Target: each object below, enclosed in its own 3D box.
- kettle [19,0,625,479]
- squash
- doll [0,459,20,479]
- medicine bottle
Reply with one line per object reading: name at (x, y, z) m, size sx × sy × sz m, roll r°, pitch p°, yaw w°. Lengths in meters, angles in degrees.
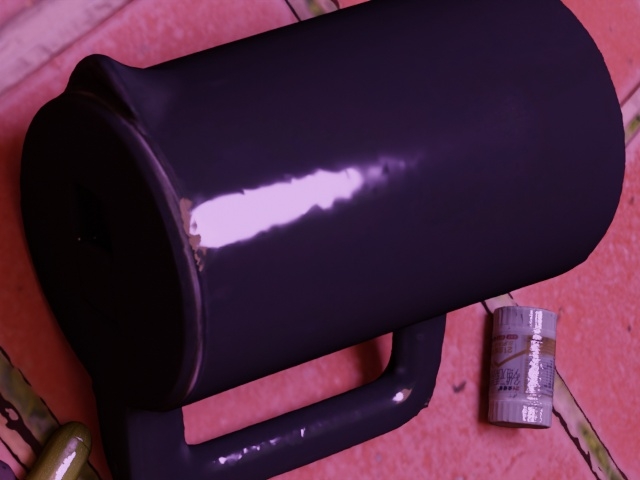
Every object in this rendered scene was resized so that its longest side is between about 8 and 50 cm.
kettle at (-0.008, -0.012, 0.784) m, size 0.308 × 0.262 × 0.203 m, roll -20°, pitch 60°, yaw -34°
squash at (-0.152, 0.136, 0.723) m, size 0.027 × 0.027 × 0.083 m, roll 44°, pitch 61°, yaw -24°
doll at (-0.246, 0.078, 0.604) m, size 0.257 × 0.117 × 0.182 m, roll 44°, pitch 43°, yaw -27°
medicine bottle at (0.145, 0.092, 0.943) m, size 0.047 × 0.047 × 0.083 m, roll 15°, pitch 75°, yaw -35°
